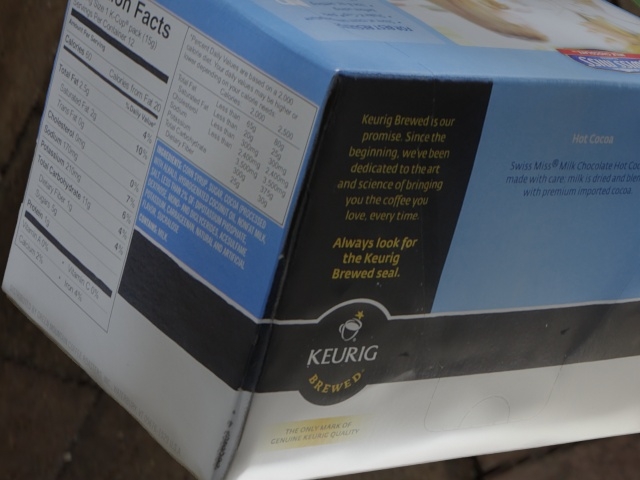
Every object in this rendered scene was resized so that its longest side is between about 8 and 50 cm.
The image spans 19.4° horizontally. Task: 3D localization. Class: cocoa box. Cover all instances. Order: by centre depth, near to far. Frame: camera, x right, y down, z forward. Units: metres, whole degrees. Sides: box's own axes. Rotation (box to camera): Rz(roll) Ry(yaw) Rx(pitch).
[{"bbox_3d":[0.042,-0.029,1.042,0.347,0.231,0.228,-2,117,-41],"label":"cocoa box"}]

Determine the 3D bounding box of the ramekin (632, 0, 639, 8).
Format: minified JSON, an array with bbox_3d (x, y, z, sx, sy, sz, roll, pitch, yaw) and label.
[{"bbox_3d":[0.425,-0.333,1.888,0.148,0.303,0.303,44,102,12],"label":"ramekin"}]
